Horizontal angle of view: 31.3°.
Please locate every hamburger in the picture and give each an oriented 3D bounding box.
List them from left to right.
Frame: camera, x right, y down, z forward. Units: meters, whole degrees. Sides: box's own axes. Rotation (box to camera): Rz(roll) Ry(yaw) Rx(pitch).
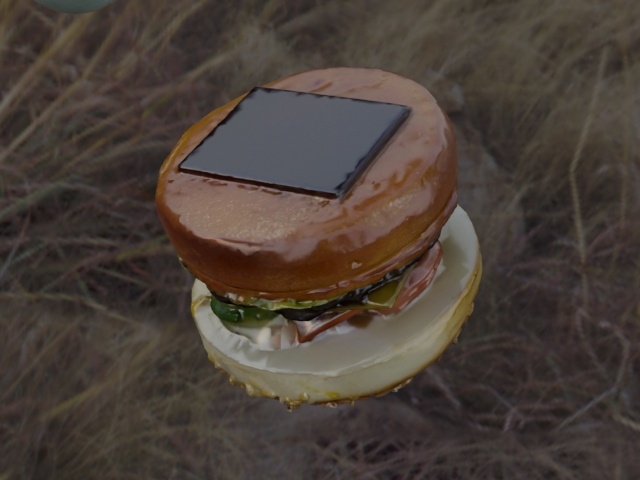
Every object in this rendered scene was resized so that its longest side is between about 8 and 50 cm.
[{"bbox_3d":[0.000,0.000,1.007,0.291,0.225,0.291,-10,41,8],"label":"hamburger"}]

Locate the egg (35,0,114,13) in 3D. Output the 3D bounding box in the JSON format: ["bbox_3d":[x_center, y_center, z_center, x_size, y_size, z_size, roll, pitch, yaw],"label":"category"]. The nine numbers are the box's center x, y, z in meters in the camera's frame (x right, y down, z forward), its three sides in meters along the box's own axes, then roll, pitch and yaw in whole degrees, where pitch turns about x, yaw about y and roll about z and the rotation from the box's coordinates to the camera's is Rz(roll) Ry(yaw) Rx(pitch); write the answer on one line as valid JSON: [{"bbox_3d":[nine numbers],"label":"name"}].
[{"bbox_3d":[-0.280,-0.381,1.307,0.183,0.264,0.182,9,46,-9],"label":"egg"}]
